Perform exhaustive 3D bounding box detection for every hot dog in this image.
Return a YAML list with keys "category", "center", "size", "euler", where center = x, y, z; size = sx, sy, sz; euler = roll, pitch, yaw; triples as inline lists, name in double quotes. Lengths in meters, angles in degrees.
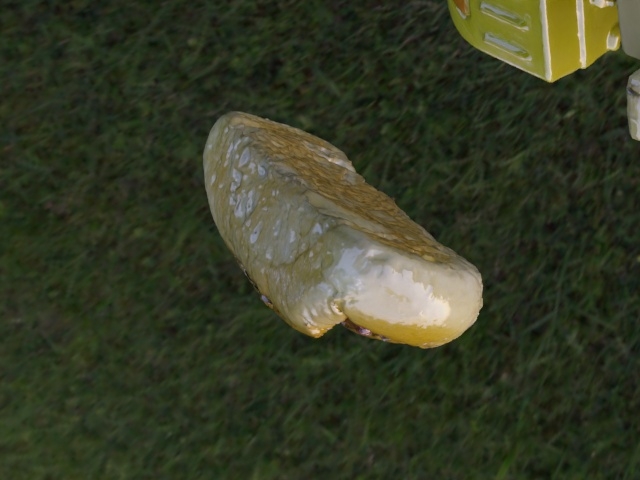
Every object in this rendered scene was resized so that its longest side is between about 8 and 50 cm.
- category: "hot dog"
  center: [0.000, 0.000, 0.683]
  size: [0.084, 0.242, 0.073]
  euler: [10, 108, -27]

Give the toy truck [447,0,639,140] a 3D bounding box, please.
- category: "toy truck"
  center: [0.241, -0.157, 0.759]
  size: [0.405, 0.254, 0.181]
  euler: [34, 149, 39]
